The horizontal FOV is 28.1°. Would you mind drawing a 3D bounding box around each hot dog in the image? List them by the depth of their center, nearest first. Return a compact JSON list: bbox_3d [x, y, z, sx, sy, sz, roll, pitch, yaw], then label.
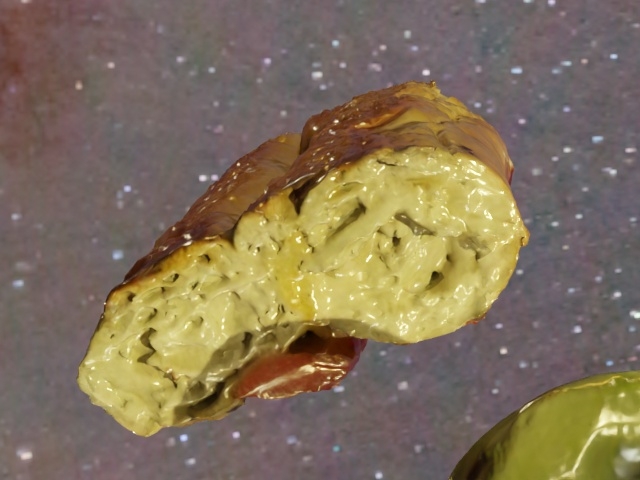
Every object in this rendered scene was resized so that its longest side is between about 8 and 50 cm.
[{"bbox_3d":[0.000,0.000,1.139,0.367,0.365,0.196,-25,-74,13],"label":"hot dog"}]

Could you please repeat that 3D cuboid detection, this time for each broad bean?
[{"bbox_3d":[0.167,0.138,0.741,0.206,0.153,0.072,-28,-138,8],"label":"broad bean"}]
